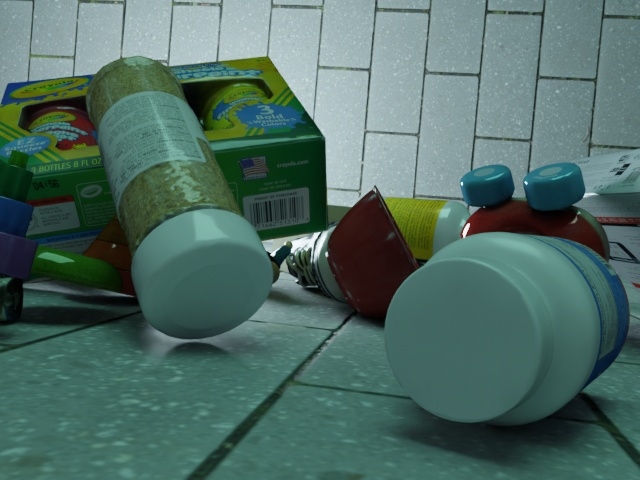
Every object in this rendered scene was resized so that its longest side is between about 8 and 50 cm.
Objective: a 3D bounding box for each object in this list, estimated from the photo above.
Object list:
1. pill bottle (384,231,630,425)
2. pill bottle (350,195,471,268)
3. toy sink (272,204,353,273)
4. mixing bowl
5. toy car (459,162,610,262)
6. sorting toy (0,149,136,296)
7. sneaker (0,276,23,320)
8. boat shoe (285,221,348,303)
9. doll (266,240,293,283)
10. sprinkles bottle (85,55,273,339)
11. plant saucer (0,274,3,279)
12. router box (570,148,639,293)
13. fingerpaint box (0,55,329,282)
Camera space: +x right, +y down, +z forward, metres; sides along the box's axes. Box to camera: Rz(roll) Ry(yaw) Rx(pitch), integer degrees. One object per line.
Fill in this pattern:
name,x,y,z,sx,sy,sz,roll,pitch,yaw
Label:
pill bottle,0.132,0.057,0.451,0.124,0.124,0.221,6,2,33
pill bottle,0.234,-0.003,1.514,0.334,0.188,0.188,6,2,31
toy sink,0.000,0.000,1.391,0.131,0.153,0.234,4,1,-25
mixing bowl,0.070,0.032,0.835,0.098,0.181,0.181,-28,-3,7
toy car,0.235,0.041,0.867,0.238,0.219,0.210,-30,22,-31
sorting toy,-0.252,-0.013,0.698,0.127,0.126,0.365,12,-7,6
sneaker,-0.309,0.056,0.570,0.058,0.052,0.135,-2,-6,-5
boat shoe,0.008,0.042,1.064,0.158,0.127,0.340,-22,3,17
doll,-0.099,0.041,1.064,0.129,0.046,0.189,-31,9,-10
sprinkles bottle,-0.162,-0.064,0.687,0.121,0.121,0.355,4,38,-32
plant saucer,-0.458,0.045,0.858,0.067,0.018,0.192,5,3,6
router box,0.482,0.012,0.851,0.301,0.082,0.335,43,-1,-6
fingerpaint box,-0.250,-0.137,1.004,0.444,0.163,0.371,-9,34,-12
